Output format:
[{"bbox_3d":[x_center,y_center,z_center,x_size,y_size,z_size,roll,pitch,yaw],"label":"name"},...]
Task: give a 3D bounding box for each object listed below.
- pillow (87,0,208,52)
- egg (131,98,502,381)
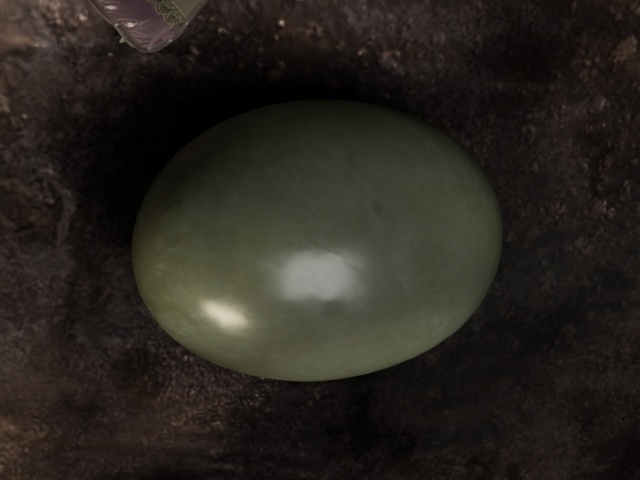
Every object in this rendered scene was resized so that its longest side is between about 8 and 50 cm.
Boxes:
[{"bbox_3d":[-0.101,-0.264,1.629,0.233,0.038,0.130,-42,139,-1],"label":"pillow"},{"bbox_3d":[0.000,0.000,1.703,0.352,0.258,0.258,1,117,-26],"label":"egg"}]
